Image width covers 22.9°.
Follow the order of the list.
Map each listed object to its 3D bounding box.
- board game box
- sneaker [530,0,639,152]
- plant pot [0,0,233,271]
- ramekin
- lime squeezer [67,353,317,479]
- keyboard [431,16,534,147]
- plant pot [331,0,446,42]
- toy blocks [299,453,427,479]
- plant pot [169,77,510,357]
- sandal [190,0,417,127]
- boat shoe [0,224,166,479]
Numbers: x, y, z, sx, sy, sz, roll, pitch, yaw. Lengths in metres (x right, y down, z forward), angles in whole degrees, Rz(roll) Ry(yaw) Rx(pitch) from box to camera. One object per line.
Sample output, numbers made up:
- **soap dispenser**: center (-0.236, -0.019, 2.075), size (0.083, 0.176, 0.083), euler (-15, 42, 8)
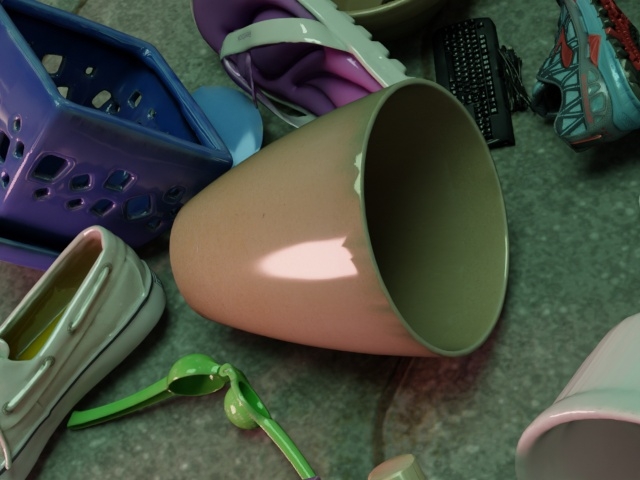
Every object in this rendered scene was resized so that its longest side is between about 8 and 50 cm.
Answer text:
- **board game box**: center (-0.134, -0.093, 1.744), size (0.168, 0.033, 0.133), euler (-42, 52, -5)
- **sneaker**: center (0.259, -0.187, 1.621), size (0.125, 0.104, 0.262), euler (-36, 30, 21)
- **plant pot**: center (-0.272, -0.096, 1.651), size (0.212, 0.236, 0.236), euler (-54, 47, 20)
- **ramekin**: center (0.302, 0.178, 1.212), size (0.277, 0.277, 0.135), euler (17, 53, 30)
- **lime squeezer**: center (-0.102, 0.167, 1.508), size (0.310, 0.059, 0.110), euler (15, 59, 29)
- **keyboard**: center (0.171, -0.178, 1.694), size (0.100, 0.038, 0.192), euler (-13, 51, 10)
- **plant pot**: center (0.068, -0.302, 1.783), size (0.237, 0.110, 0.237), euler (-11, 50, 13)
- **toy blocks**: center (-0.028, 0.363, 1.245), size (0.309, 0.260, 0.288), euler (-19, 14, 37)
- **plant pot**: center (0.000, 0.000, 1.505), size (0.274, 0.256, 0.256), euler (-11, 48, 35)
- **sandal**: center (-0.026, -0.179, 1.671), size (0.102, 0.169, 0.416), euler (-29, 47, -31)
- **boat shoe**: center (-0.315, 0.127, 1.537), size (0.367, 0.156, 0.136), euler (-46, 40, -14)
